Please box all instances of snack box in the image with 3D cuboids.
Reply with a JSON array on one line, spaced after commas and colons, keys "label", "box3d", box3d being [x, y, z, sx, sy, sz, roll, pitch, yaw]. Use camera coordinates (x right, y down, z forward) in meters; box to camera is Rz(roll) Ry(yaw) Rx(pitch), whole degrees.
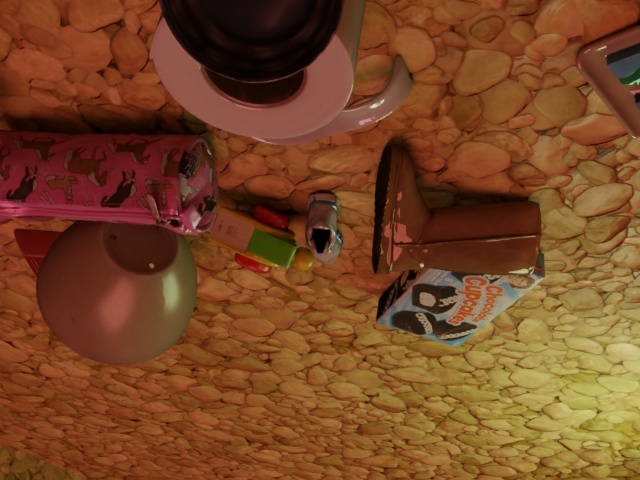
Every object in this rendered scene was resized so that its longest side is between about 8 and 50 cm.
[{"label": "snack box", "box3d": [0.254, 0.092, 1.624, 0.187, 0.060, 0.322, 18, 145, -13]}]

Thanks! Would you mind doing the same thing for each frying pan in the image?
[{"label": "frying pan", "box3d": [-0.134, -0.264, 0.901, 0.326, 0.053, 0.197, 2, 117, 9]}]

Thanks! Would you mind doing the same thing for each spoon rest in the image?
[{"label": "spoon rest", "box3d": [-0.009, -0.194, 1.240, 0.276, 0.084, 0.137, -8, 143, 23]}]

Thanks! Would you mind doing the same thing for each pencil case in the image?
[{"label": "pencil case", "box3d": [-0.362, -0.096, 1.381, 0.386, 0.160, 0.167, 4, -176, 12]}]

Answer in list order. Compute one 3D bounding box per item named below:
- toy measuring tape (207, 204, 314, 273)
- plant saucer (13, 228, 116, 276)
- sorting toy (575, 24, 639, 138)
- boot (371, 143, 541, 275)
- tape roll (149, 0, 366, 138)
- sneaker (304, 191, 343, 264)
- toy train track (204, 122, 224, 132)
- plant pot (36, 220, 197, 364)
[{"label": "toy measuring tape", "box3d": [-0.159, -0.027, 1.527, 0.330, 0.121, 0.121, 24, 147, 8]}, {"label": "plant saucer", "box3d": [-0.478, 0.076, 1.787, 0.258, 0.048, 0.259, 4, 145, 7]}, {"label": "sorting toy", "box3d": [0.470, -0.219, 1.129, 0.208, 0.038, 0.193, -21, 136, 37]}, {"label": "boot", "box3d": [0.223, -0.048, 1.398, 0.269, 0.089, 0.236, -1, 123, -7]}, {"label": "tape roll", "box3d": [-0.070, -0.267, 1.067, 0.246, 0.169, 0.246, 7, 146, 5]}, {"label": "sneaker", "box3d": [0.000, 0.000, 1.529, 0.071, 0.083, 0.191, 3, 147, 7]}, {"label": "toy train track", "box3d": [-0.164, -0.192, 1.341, 0.048, 0.014, 0.083, 1, 145, 12]}, {"label": "plant pot", "box3d": [-0.335, 0.047, 1.502, 0.284, 0.284, 0.191, 19, 143, -15]}]
